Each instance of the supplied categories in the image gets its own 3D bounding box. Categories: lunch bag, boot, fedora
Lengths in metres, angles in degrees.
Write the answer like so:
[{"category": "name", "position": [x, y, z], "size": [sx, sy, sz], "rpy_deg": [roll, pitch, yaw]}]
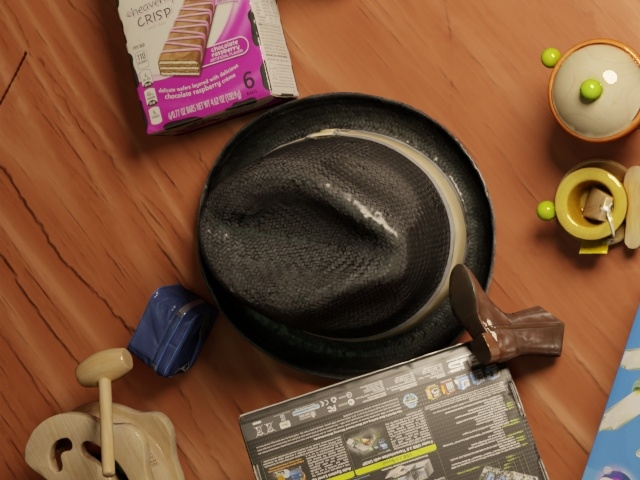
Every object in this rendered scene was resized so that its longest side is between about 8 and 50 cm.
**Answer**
[{"category": "lunch bag", "position": [-0.159, 0.104, 1.535], "size": [0.065, 0.067, 0.098], "rpy_deg": [33, 108, 20]}, {"category": "boot", "position": [0.184, 0.069, 1.371], "size": [0.037, 0.114, 0.106], "rpy_deg": [-32, 69, 49]}, {"category": "fedora", "position": [0.000, 0.000, 1.413], "size": [0.334, 0.152, 0.334], "rpy_deg": [2, 94, 24]}]

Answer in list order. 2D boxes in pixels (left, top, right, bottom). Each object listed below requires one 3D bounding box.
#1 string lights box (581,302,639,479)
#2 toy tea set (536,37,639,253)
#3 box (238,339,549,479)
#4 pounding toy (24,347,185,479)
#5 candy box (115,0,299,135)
[{"category": "string lights box", "position": [0.338, 0.163, 1.315], "size": [0.133, 0.077, 0.259], "rpy_deg": [19, 101, 20]}, {"category": "toy tea set", "position": [0.350, -0.089, 1.268], "size": [0.336, 0.124, 0.200], "rpy_deg": [-2, 92, 24]}, {"category": "box", "position": [0.078, 0.234, 1.365], "size": [0.270, 0.060, 0.216], "rpy_deg": [-18, 77, -4]}, {"category": "pounding toy", "position": [-0.251, 0.260, 1.536], "size": [0.154, 0.155, 0.269], "rpy_deg": [-13, 90, 22]}, {"category": "candy box", "position": [-0.130, -0.243, 1.500], "size": [0.159, 0.071, 0.233], "rpy_deg": [-15, 86, 24]}]
